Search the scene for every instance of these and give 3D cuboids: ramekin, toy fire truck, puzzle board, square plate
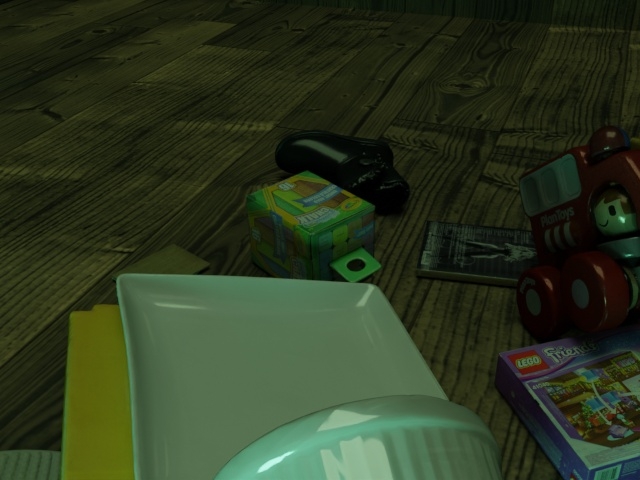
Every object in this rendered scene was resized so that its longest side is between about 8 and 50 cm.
[{"bbox_3d":[0.041,0.259,0.611,0.272,0.273,0.127,-8,44,-11],"label":"ramekin"},{"bbox_3d":[0.372,-0.011,0.996,0.169,0.254,0.302,-10,-9,-13],"label":"toy fire truck"},{"bbox_3d":[-0.257,0.051,1.198,0.096,0.011,0.128,25,40,34],"label":"puzzle board"},{"bbox_3d":[-0.039,0.151,0.813,0.347,0.049,0.344,3,30,-21],"label":"square plate"}]

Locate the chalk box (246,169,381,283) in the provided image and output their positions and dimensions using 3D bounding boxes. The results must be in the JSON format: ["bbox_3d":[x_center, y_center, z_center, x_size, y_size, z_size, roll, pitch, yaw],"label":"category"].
[{"bbox_3d":[0.000,0.000,1.156,0.132,0.132,0.213,-25,39,-34],"label":"chalk box"}]

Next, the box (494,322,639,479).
[{"bbox_3d":[0.391,0.189,0.900,0.293,0.057,0.201,-9,32,-13],"label":"box"}]

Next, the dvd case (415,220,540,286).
[{"bbox_3d":[0.276,0.022,1.222,0.221,0.018,0.164,5,31,12],"label":"dvd case"}]

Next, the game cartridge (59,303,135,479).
[{"bbox_3d":[-0.133,0.185,0.814,0.285,0.053,0.324,5,28,-19],"label":"game cartridge"}]

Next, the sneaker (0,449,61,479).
[{"bbox_3d":[-0.339,0.302,0.685,0.135,0.150,0.365,27,17,39],"label":"sneaker"}]

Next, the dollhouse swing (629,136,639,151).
[{"bbox_3d":[0.657,-0.024,1.009,0.305,0.315,0.346,-27,34,-28],"label":"dollhouse swing"}]

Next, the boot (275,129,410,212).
[{"bbox_3d":[0.037,-0.131,1.409,0.246,0.094,0.207,3,27,-5],"label":"boot"}]
